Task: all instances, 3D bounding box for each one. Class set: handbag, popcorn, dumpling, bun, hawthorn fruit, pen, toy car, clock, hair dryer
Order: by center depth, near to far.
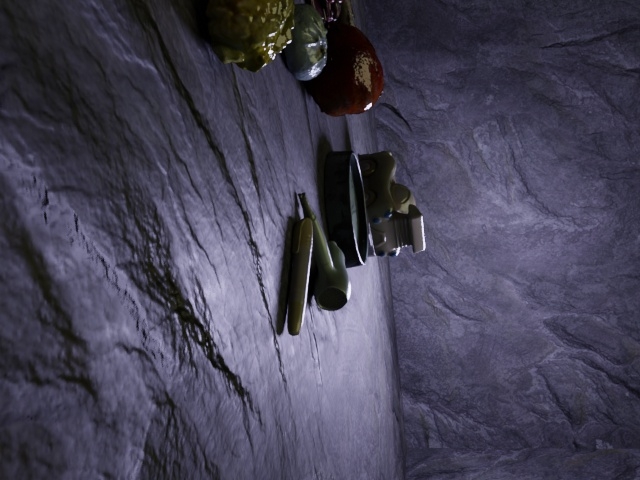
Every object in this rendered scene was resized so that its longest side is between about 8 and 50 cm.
[{"bbox_3d":[-0.081,-0.265,0.606,0.121,0.106,0.116,14,61,-77],"label":"popcorn"},{"bbox_3d":[-0.037,0.053,0.850,0.040,0.032,0.233,41,40,-38],"label":"pen"},{"bbox_3d":[-0.025,-0.382,0.957,0.141,0.083,0.140,-3,90,-80],"label":"bun"},{"bbox_3d":[0.000,0.000,1.010,0.206,0.075,0.237,-86,159,-62],"label":"hair dryer"},{"bbox_3d":[0.048,-0.388,1.082,0.181,0.181,0.235,-78,159,-52],"label":"hawthorn fruit"},{"bbox_3d":[0.005,-0.656,1.225,0.203,0.074,0.216,-70,153,-61],"label":"handbag"},{"bbox_3d":[0.075,-0.083,1.333,0.319,0.066,0.318,-6,90,-78],"label":"clock"},{"bbox_3d":[0.062,-0.594,1.425,0.166,0.086,0.332,62,26,-59],"label":"dumpling"},{"bbox_3d":[0.227,-0.126,1.663,0.336,0.226,0.242,-81,161,-44],"label":"toy car"}]
